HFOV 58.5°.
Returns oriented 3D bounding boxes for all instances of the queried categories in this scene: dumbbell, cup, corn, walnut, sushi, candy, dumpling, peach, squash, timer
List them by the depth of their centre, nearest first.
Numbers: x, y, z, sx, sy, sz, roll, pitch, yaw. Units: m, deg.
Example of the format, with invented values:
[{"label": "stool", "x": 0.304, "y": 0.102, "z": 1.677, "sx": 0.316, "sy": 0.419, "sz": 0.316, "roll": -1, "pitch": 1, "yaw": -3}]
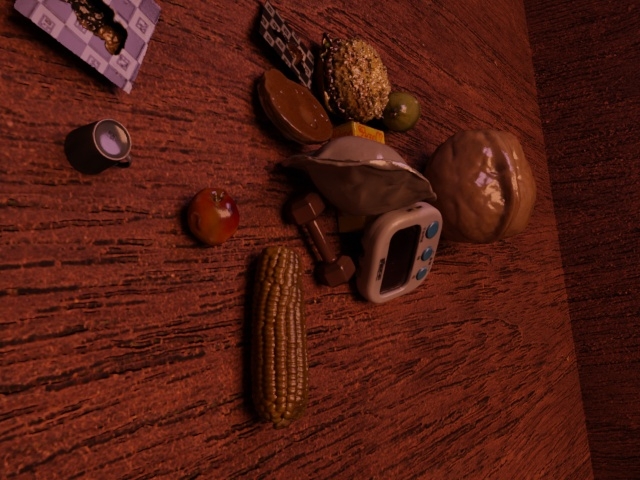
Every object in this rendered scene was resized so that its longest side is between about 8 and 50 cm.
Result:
[{"label": "cup", "x": -0.344, "y": -0.147, "z": 0.917, "sx": 0.100, "sy": 0.077, "sz": 0.078, "roll": 30, "pitch": 59, "yaw": -45}, {"label": "sushi", "x": -0.385, "y": -0.377, "z": 0.944, "sx": 0.215, "sy": 0.050, "sz": 0.192, "roll": 37, "pitch": 57, "yaw": -47}, {"label": "peach", "x": -0.201, "y": -0.042, "z": 1.066, "sx": 0.100, "sy": 0.100, "sz": 0.101, "roll": 17, "pitch": 69, "yaw": -49}, {"label": "corn", "x": -0.083, "y": 0.186, "z": 1.140, "sx": 0.120, "sy": 0.120, "sz": 0.364, "roll": 17, "pitch": 64, "yaw": -49}, {"label": "dumpling", "x": 0.105, "y": -0.141, "z": 1.274, "sx": 0.341, "sy": 0.260, "sz": 0.181, "roll": 37, "pitch": 84, "yaw": -12}, {"label": "dumbbell", "x": 0.000, "y": 0.000, "z": 1.316, "sx": 0.092, "sy": 0.081, "sz": 0.231, "roll": -48, "pitch": 119, "yaw": -44}, {"label": "sushi", "x": -0.089, "y": -0.459, "z": 1.357, "sx": 0.201, "sy": 0.031, "sz": 0.139, "roll": 43, "pitch": 40, "yaw": -38}, {"label": "timer", "x": 0.196, "y": 0.027, "z": 1.454, "sx": 0.236, "sy": 0.087, "sz": 0.262, "roll": -16, "pitch": 128, "yaw": -32}, {"label": "candy", "x": 0.107, "y": -0.157, "z": 1.486, "sx": 0.146, "sy": 0.088, "sz": 0.276, "roll": 1, "pitch": 80, "yaw": -52}, {"label": "squash", "x": 0.219, "y": -0.366, "z": 1.621, "sx": 0.186, "sy": 0.122, "sz": 0.123, "roll": -34, "pitch": 109, "yaw": -71}, {"label": "walnut", "x": 0.497, "y": -0.167, "z": 1.800, "sx": 0.381, "sy": 0.381, "sz": 0.382, "roll": 17, "pitch": 69, "yaw": -49}]

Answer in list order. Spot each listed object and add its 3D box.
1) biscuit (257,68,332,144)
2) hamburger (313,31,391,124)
[{"label": "biscuit", "x": -0.060, "y": -0.293, "z": 1.307, "sx": 0.208, "sy": 0.049, "sz": 0.181, "roll": 21, "pitch": 46, "yaw": -43}, {"label": "hamburger", "x": 0.086, "y": -0.420, "z": 1.483, "sx": 0.261, "sy": 0.138, "sz": 0.244, "roll": 8, "pitch": 75, "yaw": -52}]
